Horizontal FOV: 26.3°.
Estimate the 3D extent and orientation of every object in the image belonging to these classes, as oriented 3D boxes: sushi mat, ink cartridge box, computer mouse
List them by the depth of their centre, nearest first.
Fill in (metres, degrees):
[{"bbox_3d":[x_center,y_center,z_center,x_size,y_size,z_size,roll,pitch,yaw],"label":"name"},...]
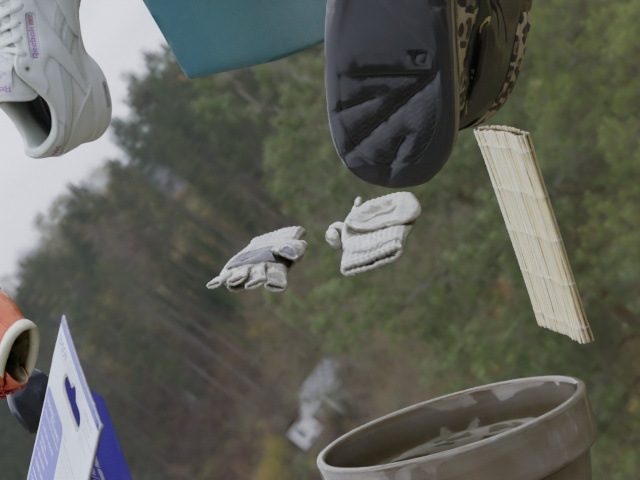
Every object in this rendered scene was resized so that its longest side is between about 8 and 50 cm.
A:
[{"bbox_3d":[-0.223,0.269,1.215,0.176,0.069,0.371,-126,44,-56],"label":"ink cartridge box"},{"bbox_3d":[-0.336,0.259,1.849,0.041,0.242,0.071,-3,46,42],"label":"computer mouse"},{"bbox_3d":[0.298,-0.012,1.928,0.019,0.317,0.151,-23,13,-14],"label":"sushi mat"}]

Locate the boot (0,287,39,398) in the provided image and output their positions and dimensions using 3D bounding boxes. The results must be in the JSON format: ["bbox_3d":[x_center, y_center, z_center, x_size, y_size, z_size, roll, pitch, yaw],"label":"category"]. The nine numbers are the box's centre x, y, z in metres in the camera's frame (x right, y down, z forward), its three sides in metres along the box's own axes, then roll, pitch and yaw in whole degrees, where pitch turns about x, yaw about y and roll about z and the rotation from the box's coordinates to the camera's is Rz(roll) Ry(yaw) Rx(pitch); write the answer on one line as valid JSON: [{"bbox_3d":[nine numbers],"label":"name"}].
[{"bbox_3d":[-0.277,0.116,1.110,0.059,0.084,0.158,-9,-56,-55],"label":"boot"}]

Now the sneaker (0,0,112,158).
[{"bbox_3d":[-0.341,-0.240,1.595,0.114,0.305,0.152,-9,20,31],"label":"sneaker"}]

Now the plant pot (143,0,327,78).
[{"bbox_3d":[-0.052,-0.299,1.482,0.234,0.165,0.166,-3,45,29],"label":"plant pot"}]

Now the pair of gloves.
[{"bbox_3d":[0.000,0.000,1.580,0.240,0.042,0.204,-14,16,19],"label":"pair of gloves"}]

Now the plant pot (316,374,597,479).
[{"bbox_3d":[0.185,0.336,1.573,0.323,0.280,0.323,-16,3,1],"label":"plant pot"}]

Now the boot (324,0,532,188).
[{"bbox_3d":[0.100,-0.247,1.156,0.284,0.138,0.377,-28,-62,-69],"label":"boot"}]
